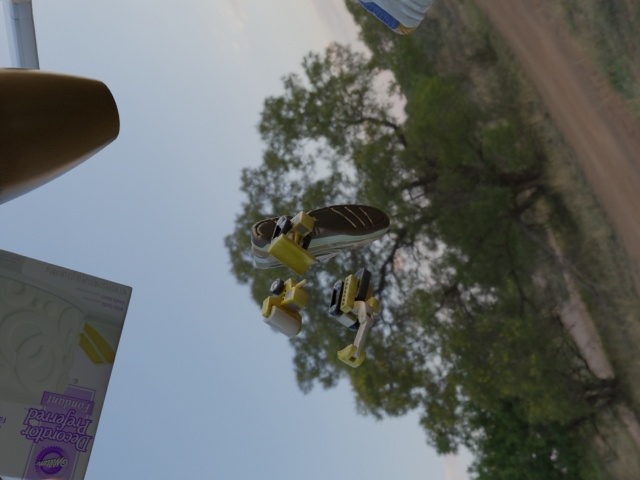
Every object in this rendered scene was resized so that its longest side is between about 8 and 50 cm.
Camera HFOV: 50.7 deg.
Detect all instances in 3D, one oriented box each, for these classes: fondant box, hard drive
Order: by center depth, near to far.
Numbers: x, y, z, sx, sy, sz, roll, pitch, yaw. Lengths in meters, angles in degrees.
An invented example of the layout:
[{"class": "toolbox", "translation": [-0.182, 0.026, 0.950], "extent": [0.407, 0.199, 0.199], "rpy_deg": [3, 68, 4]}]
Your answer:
[{"class": "fondant box", "translation": [-0.457, 0.202, 1.060], "extent": [0.238, 0.096, 0.330], "rpy_deg": [20, -116, -24]}, {"class": "hard drive", "translation": [-0.655, -0.415, 1.485], "extent": [0.233, 0.047, 0.353], "rpy_deg": [59, 150, 36]}]

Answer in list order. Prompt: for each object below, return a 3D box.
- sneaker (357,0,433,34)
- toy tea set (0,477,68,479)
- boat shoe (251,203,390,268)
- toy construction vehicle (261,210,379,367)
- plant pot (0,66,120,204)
[{"class": "sneaker", "translation": [0.055, -0.450, 1.029], "extent": [0.296, 0.131, 0.112], "rpy_deg": [33, -162, -16]}, {"class": "toy tea set", "translation": [-0.296, 0.294, 0.745], "extent": [0.336, 0.200, 0.124], "rpy_deg": [29, -145, -20]}, {"class": "boat shoe", "translation": [0.000, 0.000, 0.911], "extent": [0.068, 0.190, 0.072], "rpy_deg": [-111, 18, -52]}, {"class": "toy construction vehicle", "translation": [0.002, 0.030, 0.462], "extent": [0.086, 0.035, 0.098], "rpy_deg": [38, -144, -18]}, {"class": "plant pot", "translation": [-0.497, -0.206, 1.188], "extent": [0.254, 0.237, 0.237], "rpy_deg": [-25, -89, -37]}]
